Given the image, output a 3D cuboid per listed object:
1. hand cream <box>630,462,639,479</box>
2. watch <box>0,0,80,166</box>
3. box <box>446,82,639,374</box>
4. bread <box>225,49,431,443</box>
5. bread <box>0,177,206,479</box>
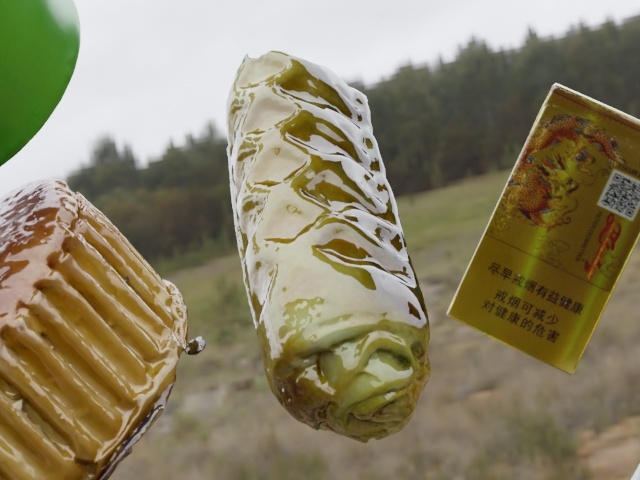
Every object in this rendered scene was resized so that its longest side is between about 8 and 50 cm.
[{"bbox_3d":[0.205,0.124,0.920,0.078,0.205,0.050,28,-8,-6],"label":"hand cream"},{"bbox_3d":[-0.173,-0.065,0.690,0.152,0.165,0.131,-26,-42,3],"label":"watch"},{"bbox_3d":[0.146,-0.007,1.006,0.089,0.156,0.022,24,8,6],"label":"box"},{"bbox_3d":[0.000,0.001,0.889,0.087,0.098,0.269,-5,37,-6],"label":"bread"},{"bbox_3d":[-0.155,0.064,0.717,0.199,0.104,0.199,-36,21,16],"label":"bread"}]
